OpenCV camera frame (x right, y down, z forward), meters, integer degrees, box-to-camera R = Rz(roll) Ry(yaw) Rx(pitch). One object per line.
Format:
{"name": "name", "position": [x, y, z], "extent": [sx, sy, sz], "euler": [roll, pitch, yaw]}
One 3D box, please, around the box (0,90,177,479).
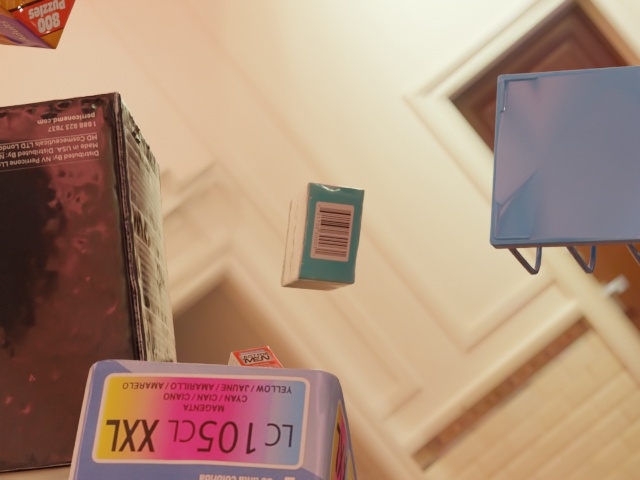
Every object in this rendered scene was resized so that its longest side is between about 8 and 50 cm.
{"name": "box", "position": [-0.224, 0.056, 1.595], "extent": [0.182, 0.294, 0.296], "euler": [-8, -10, 0]}

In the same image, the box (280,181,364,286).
{"name": "box", "position": [0.000, 0.000, 1.993], "extent": [0.244, 0.060, 0.101], "euler": [150, 127, -84]}

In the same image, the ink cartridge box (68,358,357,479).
{"name": "ink cartridge box", "position": [-0.064, 0.303, 1.026], "extent": [0.270, 0.151, 0.396], "euler": [80, -166, -52]}

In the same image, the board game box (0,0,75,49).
{"name": "board game box", "position": [-0.434, -0.439, 1.871], "extent": [0.356, 0.356, 0.356], "euler": [40, -117, -54]}

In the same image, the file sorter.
{"name": "file sorter", "position": [0.209, -0.041, 1.238], "extent": [0.170, 0.118, 0.104], "euler": [-2, -19, 20]}

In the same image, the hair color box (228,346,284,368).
{"name": "hair color box", "position": [-0.052, 0.207, 2.103], "extent": [0.053, 0.167, 0.093], "euler": [-6, -52, -29]}
